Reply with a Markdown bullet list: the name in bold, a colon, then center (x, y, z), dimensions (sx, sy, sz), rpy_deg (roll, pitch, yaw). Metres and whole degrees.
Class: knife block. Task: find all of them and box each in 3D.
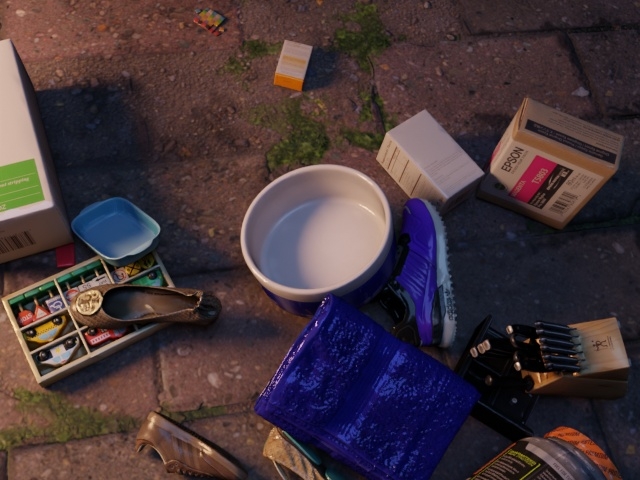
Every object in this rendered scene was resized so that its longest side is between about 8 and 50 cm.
- **knife block**: center (0.392, 0.213, 1.252), dimensions (0.242, 0.276, 0.088), rpy_deg (-12, 61, 15)

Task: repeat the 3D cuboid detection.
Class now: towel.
- **towel**: center (0.079, 0.256, 1.166), dimensions (0.308, 0.076, 0.228), rpy_deg (33, 88, -8)

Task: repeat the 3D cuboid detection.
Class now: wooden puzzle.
- **wooden puzzle**: center (-0.240, -0.476, 1.585), dimensions (0.083, 0.006, 0.049), rpy_deg (33, 64, 8)

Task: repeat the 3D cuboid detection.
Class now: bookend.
- **bookend**: center (0.318, 0.242, 1.281), dimensions (0.157, 0.072, 0.156), rpy_deg (32, 64, 7)

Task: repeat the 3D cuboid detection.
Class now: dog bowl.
- **dog bowl**: center (0.000, 0.000, 1.290), dimensions (0.265, 0.104, 0.265), rpy_deg (-6, 57, 10)

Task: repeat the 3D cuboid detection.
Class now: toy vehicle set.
- **toy vehicle set**: center (-0.384, 0.116, 1.260), dimensions (0.267, 0.035, 0.166), rpy_deg (-26, 70, -19)

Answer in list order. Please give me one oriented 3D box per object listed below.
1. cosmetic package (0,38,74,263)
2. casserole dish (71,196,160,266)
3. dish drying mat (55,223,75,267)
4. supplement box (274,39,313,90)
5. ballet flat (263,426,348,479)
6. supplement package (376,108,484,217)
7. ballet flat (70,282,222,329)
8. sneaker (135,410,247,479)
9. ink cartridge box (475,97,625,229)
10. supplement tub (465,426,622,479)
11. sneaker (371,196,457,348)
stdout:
- **cosmetic package**: center (-0.584, -0.153, 1.297), dimensions (0.197, 0.155, 0.365), rpy_deg (-19, 69, -13)
- **casserole dish**: center (-0.357, -0.012, 1.293), dimensions (0.114, 0.037, 0.188), rpy_deg (-35, 48, -28)
- **dish drying mat**: center (-0.459, 0.010, 1.317), dimensions (0.032, 0.008, 0.083), rpy_deg (-8, 65, -11)
- **supplement box**: center (-0.057, -0.368, 1.542), dimensions (0.062, 0.036, 0.098), rpy_deg (14, 63, -1)
- **ballet flat**: center (-0.009, 0.385, 1.178), dimensions (0.206, 0.073, 0.067), rpy_deg (40, 93, 14)
- **supplement package**: center (0.212, -0.145, 1.435), dimensions (0.105, 0.105, 0.179), rpy_deg (-33, 73, -20)
- **ballet flat**: center (-0.290, 0.106, 1.225), dimensions (0.250, 0.058, 0.084), rpy_deg (4, 63, -7)
- **sneaker**: center (-0.207, 0.347, 1.169), dimensions (0.188, 0.066, 0.071), rpy_deg (29, 80, 12)
- **ink cartridge box**: center (0.426, -0.137, 1.389), dimensions (0.193, 0.235, 0.088), rpy_deg (21, 62, 3)
- **supplement tub**: center (0.299, 0.433, 1.118), dimensions (0.316, 0.193, 0.193), rpy_deg (-29, 72, -19)
- **sneaker**: center (0.154, 0.053, 1.332), dimensions (0.146, 0.102, 0.293), rpy_deg (-2, 65, -8)
